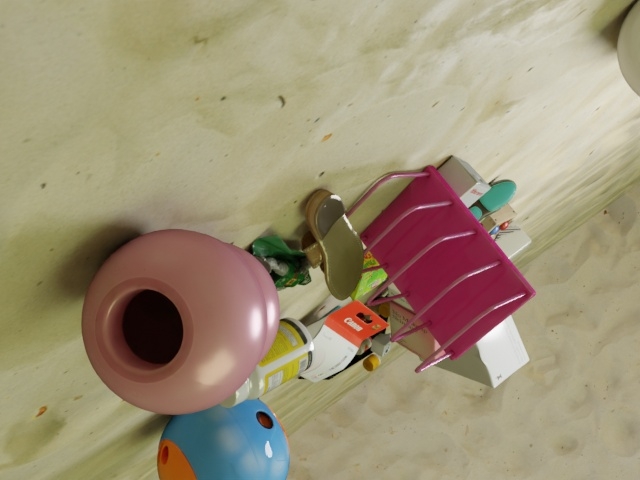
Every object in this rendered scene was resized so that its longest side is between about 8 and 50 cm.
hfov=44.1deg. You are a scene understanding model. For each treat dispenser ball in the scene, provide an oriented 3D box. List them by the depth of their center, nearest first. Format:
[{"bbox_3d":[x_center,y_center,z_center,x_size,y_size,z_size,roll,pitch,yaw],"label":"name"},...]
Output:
[{"bbox_3d":[-0.210,0.471,1.716,0.288,0.288,0.288,-34,164,-11],"label":"treat dispenser ball"}]

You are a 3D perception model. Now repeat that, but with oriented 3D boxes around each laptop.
[{"bbox_3d":[0.070,0.306,2.373,0.234,0.136,0.264,-26,135,-38],"label":"laptop"}]

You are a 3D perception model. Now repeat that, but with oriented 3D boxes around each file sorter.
[{"bbox_3d":[0.172,0.049,1.344,0.202,0.291,0.182,-47,160,30],"label":"file sorter"}]

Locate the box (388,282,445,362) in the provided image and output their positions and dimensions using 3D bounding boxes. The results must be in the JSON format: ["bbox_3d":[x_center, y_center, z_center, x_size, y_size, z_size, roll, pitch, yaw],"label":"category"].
[{"bbox_3d":[0.269,0.181,2.021,0.127,0.148,0.232,-44,146,-27],"label":"box"}]

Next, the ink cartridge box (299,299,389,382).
[{"bbox_3d":[0.031,0.240,1.829,0.232,0.066,0.189,-26,146,18],"label":"ink cartridge box"}]

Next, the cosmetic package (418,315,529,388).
[{"bbox_3d":[0.421,0.280,2.386,0.156,0.217,0.385,-32,-161,-22],"label":"cosmetic package"}]

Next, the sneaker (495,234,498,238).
[{"bbox_3d":[0.434,0.090,2.300,0.295,0.147,0.104,-36,163,-8],"label":"sneaker"}]

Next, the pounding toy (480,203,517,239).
[{"bbox_3d":[0.427,-0.030,2.024,0.130,0.100,0.141,-20,157,-46],"label":"pounding toy"}]

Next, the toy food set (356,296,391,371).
[{"bbox_3d":[0.160,0.237,2.164,0.104,0.111,0.232,-29,136,-45],"label":"toy food set"}]

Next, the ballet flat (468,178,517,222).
[{"bbox_3d":[0.377,-0.082,1.865,0.188,0.070,0.070,-36,165,3],"label":"ballet flat"}]

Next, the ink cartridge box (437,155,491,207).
[{"bbox_3d":[0.226,-0.074,1.508,0.175,0.072,0.127,-42,164,17],"label":"ink cartridge box"}]

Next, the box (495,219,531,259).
[{"bbox_3d":[0.542,0.061,2.550,0.275,0.094,0.113,-37,165,-3],"label":"box"}]

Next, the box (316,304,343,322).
[{"bbox_3d":[0.047,0.230,2.010,0.100,0.060,0.244,-37,165,1],"label":"box"}]

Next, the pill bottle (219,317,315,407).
[{"bbox_3d":[-0.121,0.243,1.571,0.208,0.119,0.119,-23,159,-41],"label":"pill bottle"}]

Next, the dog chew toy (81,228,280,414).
[{"bbox_3d":[-0.142,0.088,0.959,0.206,0.207,0.332,-40,172,11],"label":"dog chew toy"}]

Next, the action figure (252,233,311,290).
[{"bbox_3d":[-0.065,0.052,1.257,0.137,0.063,0.232,-37,165,15],"label":"action figure"}]

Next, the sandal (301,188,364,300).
[{"bbox_3d":[0.004,-0.004,1.239,0.088,0.079,0.240,-46,146,-21],"label":"sandal"}]

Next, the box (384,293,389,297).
[{"bbox_3d":[0.189,0.172,2.235,0.083,0.018,0.067,-43,164,20],"label":"box"}]

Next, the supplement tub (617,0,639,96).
[{"bbox_3d":[0.686,-0.343,1.454,0.228,0.228,0.316,-45,163,25],"label":"supplement tub"}]

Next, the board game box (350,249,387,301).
[{"bbox_3d":[0.104,0.064,1.691,0.092,0.043,0.181,-34,164,-15],"label":"board game box"}]
